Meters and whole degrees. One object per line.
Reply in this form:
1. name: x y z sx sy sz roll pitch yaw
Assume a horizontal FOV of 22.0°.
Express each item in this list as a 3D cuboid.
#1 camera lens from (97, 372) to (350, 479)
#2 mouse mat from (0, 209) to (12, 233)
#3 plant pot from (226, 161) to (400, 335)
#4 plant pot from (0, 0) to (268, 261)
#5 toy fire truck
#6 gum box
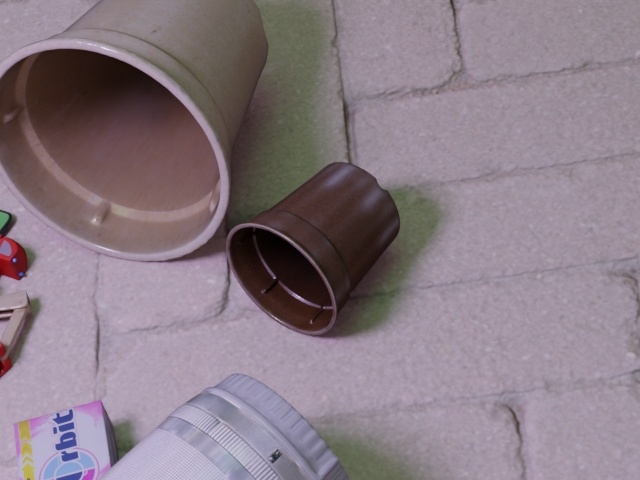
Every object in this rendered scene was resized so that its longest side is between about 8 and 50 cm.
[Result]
1. camera lens: -0.127 0.301 1.723 0.219 0.219 0.274 34 64 32
2. mouse mat: -0.522 -0.003 2.197 0.189 0.007 0.153 16 56 28
3. plant pot: 0.000 0.000 1.998 0.167 0.167 0.165 25 51 28
4. plant pot: -0.217 -0.196 2.123 0.333 0.334 0.305 8 42 18
5. toy fire truck: -0.416 0.082 2.081 0.135 0.047 0.192 19 56 25
6. gum box: -0.282 0.285 1.872 0.107 0.062 0.188 -15 49 -1
